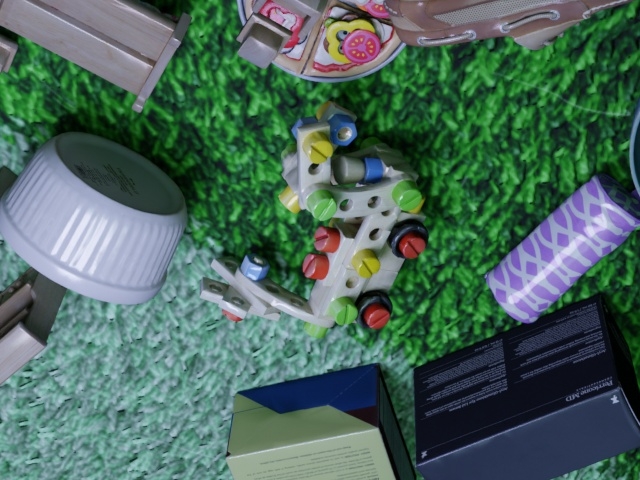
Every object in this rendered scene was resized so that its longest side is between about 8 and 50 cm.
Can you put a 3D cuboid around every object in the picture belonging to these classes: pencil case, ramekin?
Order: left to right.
[{"bbox_3d":[-0.248,-0.032,1.526,0.207,0.207,0.109,27,111,-13],"label":"ramekin"},{"bbox_3d":[0.287,0.012,1.585,0.088,0.086,0.206,12,132,-45],"label":"pencil case"}]

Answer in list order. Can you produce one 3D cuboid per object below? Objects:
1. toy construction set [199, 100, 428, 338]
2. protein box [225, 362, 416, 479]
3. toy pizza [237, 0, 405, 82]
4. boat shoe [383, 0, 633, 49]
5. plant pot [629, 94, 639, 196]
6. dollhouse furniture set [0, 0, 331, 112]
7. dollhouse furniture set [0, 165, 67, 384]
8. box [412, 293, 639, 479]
[{"bbox_3d":[0.000,0.000,1.555,0.215,0.151,0.328,9,134,-31],"label":"toy construction set"},{"bbox_3d":[0.007,0.294,1.747,0.199,0.136,0.201,-13,120,11],"label":"protein box"},{"bbox_3d":[0.009,-0.259,1.462,0.201,0.032,0.201,2,122,3],"label":"toy pizza"},{"bbox_3d":[0.222,-0.264,1.404,0.324,0.123,0.116,-2,132,9],"label":"boat shoe"},{"bbox_3d":[0.466,-0.148,1.393,0.290,0.195,0.290,6,131,7],"label":"plant pot"},{"bbox_3d":[-0.173,-0.270,1.456,0.303,0.174,0.355,28,143,-12],"label":"dollhouse furniture set"},{"bbox_3d":[-0.430,0.035,1.598,0.212,0.161,0.242,-38,112,24],"label":"dollhouse furniture set"},{"bbox_3d":[0.249,0.199,1.644,0.261,0.184,0.103,-24,117,18],"label":"box"}]
